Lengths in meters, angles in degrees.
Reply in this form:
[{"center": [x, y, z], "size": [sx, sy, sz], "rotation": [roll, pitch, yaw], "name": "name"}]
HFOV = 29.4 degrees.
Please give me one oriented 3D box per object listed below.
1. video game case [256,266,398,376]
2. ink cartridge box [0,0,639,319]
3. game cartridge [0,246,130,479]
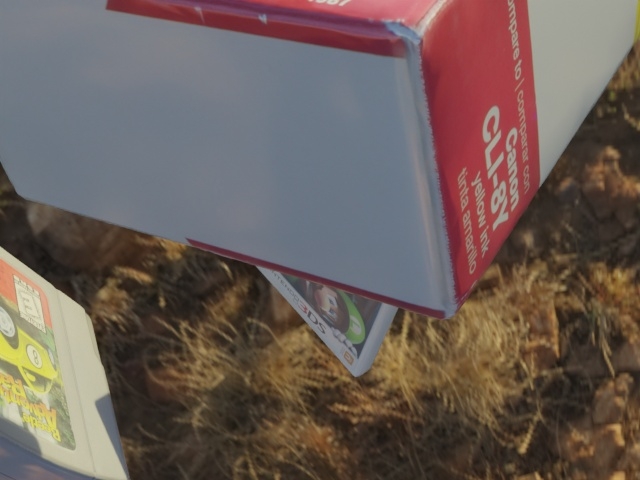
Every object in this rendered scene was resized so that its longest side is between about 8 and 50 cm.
[{"center": [0.000, 0.000, 0.988], "size": [0.022, 0.190, 0.173], "rotation": [-31, 66, -31], "name": "video game case"}, {"center": [0.029, -0.170, 0.653], "size": [0.279, 0.160, 0.384], "rotation": [14, 49, 31], "name": "ink cartridge box"}, {"center": [-0.239, 0.073, 0.829], "size": [0.060, 0.294, 0.196], "rotation": [-30, 49, 13], "name": "game cartridge"}]
